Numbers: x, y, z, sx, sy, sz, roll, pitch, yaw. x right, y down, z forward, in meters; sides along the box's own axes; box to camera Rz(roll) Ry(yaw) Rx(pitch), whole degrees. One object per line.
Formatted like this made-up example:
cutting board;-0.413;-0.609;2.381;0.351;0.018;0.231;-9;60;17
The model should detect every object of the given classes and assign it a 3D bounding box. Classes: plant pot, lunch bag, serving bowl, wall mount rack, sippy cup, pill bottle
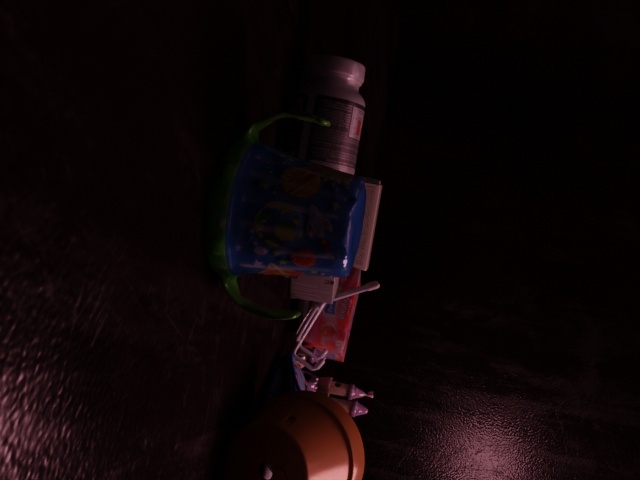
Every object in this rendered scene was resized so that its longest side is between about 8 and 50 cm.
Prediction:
plant pot;-0.075;0.482;1.422;0.203;0.291;0.291;15;85;-64
lunch bag;-0.071;0.464;1.737;0.293;0.138;0.221;-87;157;-53
serving bowl;-0.054;0.190;1.935;0.083;0.027;0.083;11;90;-81
wall mount rack;0.037;0.219;1.905;0.304;0.130;0.350;-57;177;0
sippy cup;-0.046;-0.039;1.076;0.240;0.224;0.305;-71;167;-49
pill bottle;0.010;-0.244;1.406;0.162;0.162;0.278;-5;105;-81

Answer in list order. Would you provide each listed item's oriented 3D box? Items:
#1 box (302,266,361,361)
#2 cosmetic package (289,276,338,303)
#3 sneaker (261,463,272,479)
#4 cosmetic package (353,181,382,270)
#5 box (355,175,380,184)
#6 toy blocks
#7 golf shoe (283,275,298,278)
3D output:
box;0.043;0.245;2.249;0.154;0.142;0.300;83;19;-63
cosmetic package;-0.008;0.039;1.741;0.107;0.127;0.238;-68;164;-56
sneaker;-0.094;0.709;1.871;0.256;0.151;0.094;82;21;-60
cosmetic package;0.118;-0.060;2.335;0.113;0.160;0.309;-30;130;-79
box;0.150;-0.091;2.629;0.262;0.126;0.231;-69;168;-47
toy blocks;0.025;0.506;2.044;0.288;0.260;0.309;-58;156;-67
golf shoe;-0.065;0.015;1.529;0.186;0.067;0.086;90;12;-47
